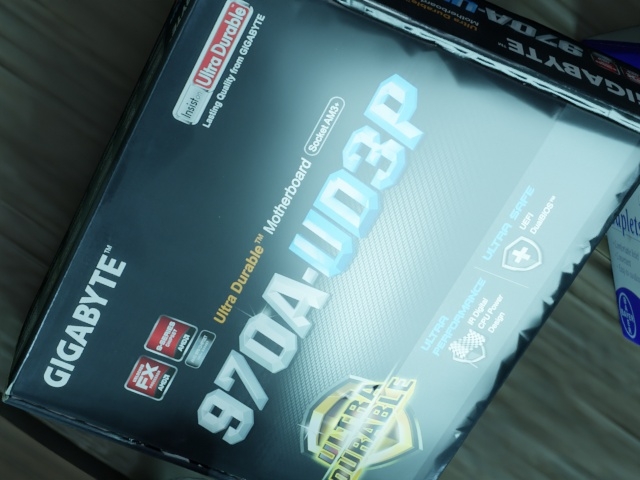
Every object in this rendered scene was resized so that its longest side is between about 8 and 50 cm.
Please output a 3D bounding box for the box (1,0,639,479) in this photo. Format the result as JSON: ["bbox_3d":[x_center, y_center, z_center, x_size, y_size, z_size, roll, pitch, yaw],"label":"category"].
[{"bbox_3d":[0.000,0.000,0.635,0.175,0.051,0.220,22,121,-14],"label":"box"}]

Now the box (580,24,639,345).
[{"bbox_3d":[0.163,-0.020,0.671,0.072,0.126,0.137,-12,100,-7],"label":"box"}]

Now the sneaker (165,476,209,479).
[{"bbox_3d":[-0.096,0.228,0.618,0.123,0.106,0.290,14,79,-30],"label":"sneaker"}]
